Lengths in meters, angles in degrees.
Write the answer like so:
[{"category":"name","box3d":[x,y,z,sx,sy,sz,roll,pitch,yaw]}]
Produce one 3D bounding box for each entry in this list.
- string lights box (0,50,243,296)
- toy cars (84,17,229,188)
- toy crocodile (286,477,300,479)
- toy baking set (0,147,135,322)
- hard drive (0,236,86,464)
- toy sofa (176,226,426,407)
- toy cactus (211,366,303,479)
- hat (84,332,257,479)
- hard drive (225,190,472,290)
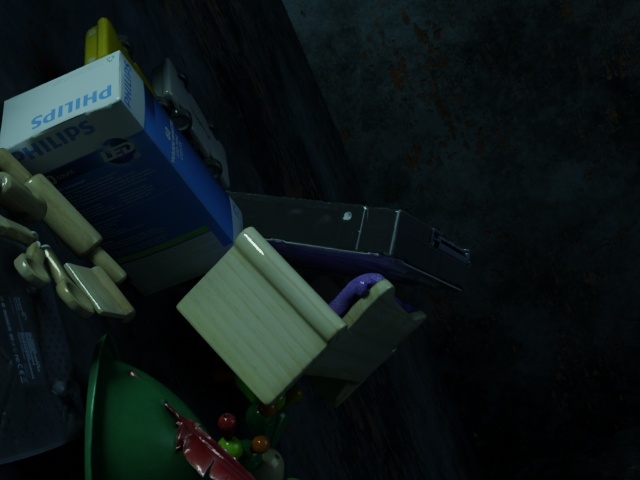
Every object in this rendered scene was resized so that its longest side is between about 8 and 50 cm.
[{"category":"string lights box","box3d":[-0.193,-0.057,0.915,0.260,0.133,0.077,57,17,-47]},{"category":"toy cars","box3d":[-0.214,-0.147,1.113,0.393,0.087,0.177,5,65,-81]},{"category":"toy crocodile","box3d":[-0.051,0.375,0.926,0.341,0.105,0.115,-82,-172,-64]},{"category":"toy baking set","box3d":[-0.244,-0.029,0.728,0.256,0.030,0.197,48,0,-2]},{"category":"hard drive","box3d":[-0.254,0.074,0.606,0.254,0.054,0.172,24,46,-76]},{"category":"toy sofa","box3d":[-0.004,0.084,1.048,0.150,0.177,0.362,45,2,17]},{"category":"toy cactus","box3d":[-0.081,0.238,1.072,0.219,0.112,0.181,-68,155,-77]},{"category":"hat","box3d":[-0.091,0.174,0.742,0.173,0.183,0.209,92,-7,-52]},{"category":"hard drive","box3d":[0.000,0.000,1.157,0.237,0.338,0.064,24,76,-58]}]
